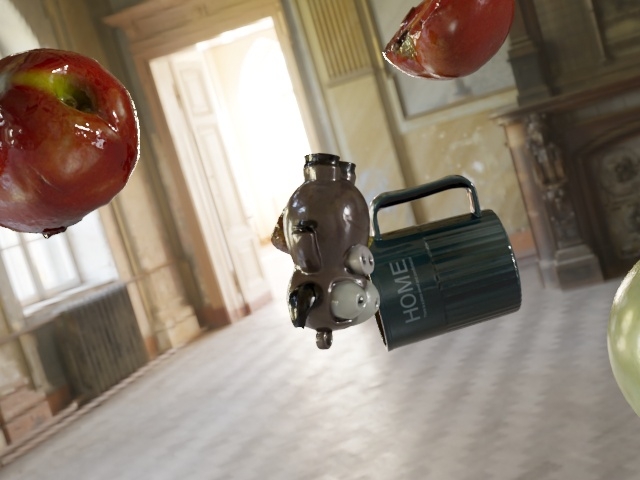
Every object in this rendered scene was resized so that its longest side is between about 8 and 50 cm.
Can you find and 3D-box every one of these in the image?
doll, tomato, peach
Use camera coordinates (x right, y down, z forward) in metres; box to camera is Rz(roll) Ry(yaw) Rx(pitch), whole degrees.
[{"bbox_3d":[0.013,0.017,1.195,0.117,0.257,0.182,-7,-9,26],"label":"doll"},{"bbox_3d":[0.215,-0.330,1.367,0.200,0.140,0.233,-51,12,-12],"label":"tomato"},{"bbox_3d":[-0.442,-0.140,1.391,0.281,0.281,0.338,-22,-14,-44],"label":"peach"}]

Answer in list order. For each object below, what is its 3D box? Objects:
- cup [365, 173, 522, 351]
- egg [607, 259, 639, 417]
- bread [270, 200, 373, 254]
[{"bbox_3d":[0.237,0.048,1.845,0.292,0.307,0.242,-14,-17,0],"label":"cup"},{"bbox_3d":[0.386,0.098,0.760,0.219,0.218,0.295,-19,22,-23],"label":"egg"},{"bbox_3d":[0.000,0.000,1.611,0.172,0.103,0.132,26,-7,0],"label":"bread"}]
